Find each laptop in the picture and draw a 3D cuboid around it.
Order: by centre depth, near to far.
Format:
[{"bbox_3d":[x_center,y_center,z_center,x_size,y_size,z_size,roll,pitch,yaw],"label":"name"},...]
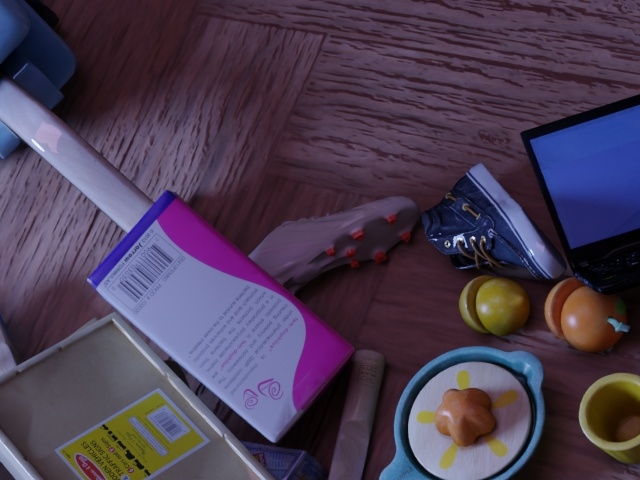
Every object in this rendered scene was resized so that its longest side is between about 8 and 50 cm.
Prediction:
[{"bbox_3d":[0.310,-0.061,1.528,0.234,0.264,0.136,-18,94,3],"label":"laptop"}]

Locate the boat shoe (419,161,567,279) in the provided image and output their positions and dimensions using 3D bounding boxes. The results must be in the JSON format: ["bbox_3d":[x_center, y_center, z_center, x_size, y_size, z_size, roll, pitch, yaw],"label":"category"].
[{"bbox_3d":[0.153,0.003,1.618,0.083,0.065,0.183,-40,30,5],"label":"boat shoe"}]

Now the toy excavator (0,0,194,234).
[{"bbox_3d":[-0.332,-0.151,1.821,0.222,0.433,0.445,-45,27,-4],"label":"toy excavator"}]

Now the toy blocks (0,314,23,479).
[{"bbox_3d":[-0.428,0.166,1.753,0.381,0.190,0.261,-26,48,-6],"label":"toy blocks"}]

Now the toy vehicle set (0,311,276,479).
[{"bbox_3d":[-0.168,0.190,1.568,0.166,0.035,0.267,-29,56,-28],"label":"toy vehicle set"}]

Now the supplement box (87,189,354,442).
[{"bbox_3d":[-0.087,0.073,1.623,0.220,0.114,0.111,41,83,6],"label":"supplement box"}]

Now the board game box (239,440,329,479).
[{"bbox_3d":[-0.094,0.253,1.614,0.194,0.060,0.194,-9,60,21],"label":"board game box"}]

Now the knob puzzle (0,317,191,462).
[{"bbox_3d":[-0.194,0.174,1.627,0.213,0.030,0.213,3,47,-3],"label":"knob puzzle"}]

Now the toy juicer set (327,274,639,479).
[{"bbox_3d":[0.124,0.125,1.567,0.329,0.089,0.209,-18,58,16],"label":"toy juicer set"}]

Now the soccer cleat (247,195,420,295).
[{"bbox_3d":[0.000,0.000,1.707,0.196,0.068,0.076,-29,52,11],"label":"soccer cleat"}]
